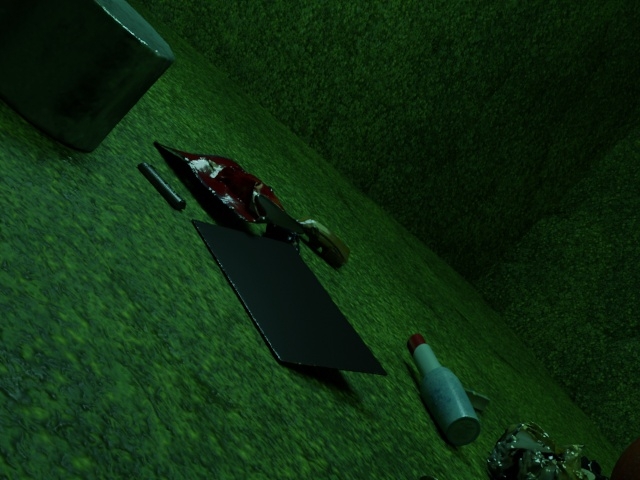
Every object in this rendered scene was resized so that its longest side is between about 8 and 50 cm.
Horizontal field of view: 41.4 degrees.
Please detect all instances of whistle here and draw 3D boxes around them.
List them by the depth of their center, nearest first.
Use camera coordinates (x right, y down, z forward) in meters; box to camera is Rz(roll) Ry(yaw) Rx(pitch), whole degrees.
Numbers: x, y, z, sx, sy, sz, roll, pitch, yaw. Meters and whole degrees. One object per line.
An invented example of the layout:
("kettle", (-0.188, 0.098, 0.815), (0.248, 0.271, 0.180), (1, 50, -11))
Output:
("whistle", (-0.353, -0.270, 1.034), (0.405, 0.168, 0.188), (37, 13, -41))

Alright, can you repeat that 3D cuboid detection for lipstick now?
("lipstick", (0.200, 0.243, 1.451), (0.061, 0.068, 0.274), (33, 14, -24))

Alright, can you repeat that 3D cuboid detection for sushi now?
("sushi", (0.343, 0.367, 1.336), (0.131, 0.139, 0.291), (37, 11, 1))

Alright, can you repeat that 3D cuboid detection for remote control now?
("remote control", (-0.226, -0.080, 1.217), (0.091, 0.016, 0.034), (46, 14, 14))

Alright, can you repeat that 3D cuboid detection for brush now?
("brush", (0.294, 0.310, 1.680), (0.030, 0.033, 0.178), (43, 7, 34))

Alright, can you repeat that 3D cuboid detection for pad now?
("pad", (-0.047, 0.077, 1.182), (0.202, 0.005, 0.299), (15, 27, -43))

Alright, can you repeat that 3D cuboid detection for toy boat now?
("toy boat", (0.000, 0.000, 1.735), (0.149, 0.049, 0.047), (39, -20, -20))

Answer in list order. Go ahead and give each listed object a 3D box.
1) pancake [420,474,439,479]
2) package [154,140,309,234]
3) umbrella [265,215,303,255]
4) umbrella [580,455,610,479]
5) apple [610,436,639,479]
("pancake", (0.194, 0.373, 0.912), (0.212, 0.056, 0.257), (36, 18, -5))
("package", (-0.136, -0.092, 1.401), (0.194, 0.071, 0.269), (24, 18, -51))
("umbrella", (-0.059, 0.003, 1.411), (0.071, 0.071, 0.248), (42, 8, -11))
("umbrella", (0.477, 0.484, 1.494), (0.110, 0.121, 0.272), (2, 9, 10))
("apple", (0.760, 0.546, 1.714), (0.348, 0.348, 0.277), (48, 8, 20))
